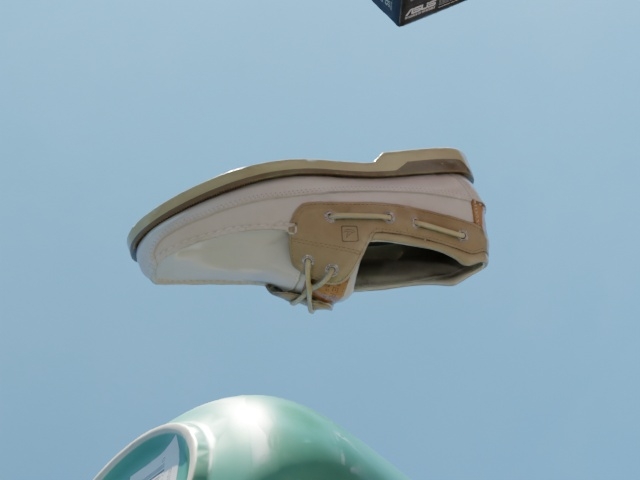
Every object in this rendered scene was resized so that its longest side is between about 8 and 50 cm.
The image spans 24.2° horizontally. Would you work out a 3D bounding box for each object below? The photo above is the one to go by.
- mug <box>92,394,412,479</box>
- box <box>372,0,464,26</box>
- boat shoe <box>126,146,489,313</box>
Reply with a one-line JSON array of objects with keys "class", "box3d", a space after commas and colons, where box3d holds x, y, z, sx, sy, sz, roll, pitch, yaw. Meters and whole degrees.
[{"class": "mug", "box3d": [-0.033, 0.112, 0.466, 0.097, 0.158, 0.129, 40, -106, -23]}, {"class": "box", "box3d": [0.108, -0.240, 0.957, 0.180, 0.077, 0.147, -25, -34, -21]}, {"class": "boat shoe", "box3d": [0.000, 0.000, 1.203, 0.302, 0.113, 0.103, -11, -114, -19]}]
